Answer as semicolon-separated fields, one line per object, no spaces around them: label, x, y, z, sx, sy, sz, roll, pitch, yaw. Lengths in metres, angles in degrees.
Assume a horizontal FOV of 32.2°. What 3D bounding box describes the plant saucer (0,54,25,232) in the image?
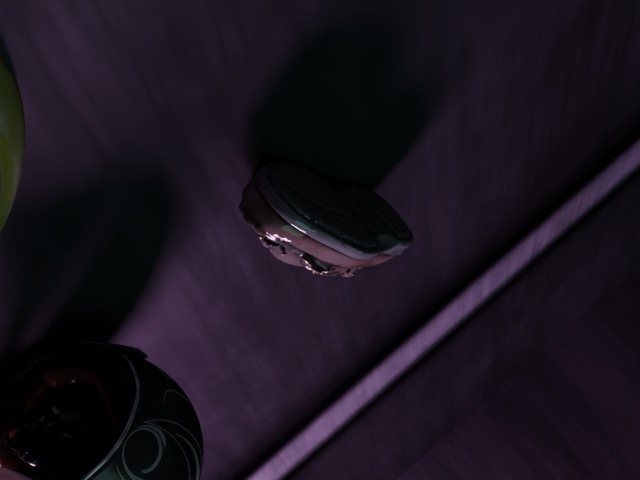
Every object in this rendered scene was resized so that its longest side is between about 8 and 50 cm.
plant saucer;-0.246;-0.007;0.560;0.241;0.037;0.241;-37;155;-20

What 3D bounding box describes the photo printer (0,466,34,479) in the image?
photo printer;-0.293;0.247;0.713;0.308;0.107;0.256;-10;146;-9

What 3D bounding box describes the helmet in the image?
helmet;-0.173;0.174;0.869;0.169;0.169;0.161;-37;141;-13

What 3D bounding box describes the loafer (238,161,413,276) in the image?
loafer;0.000;0.000;0.939;0.084;0.096;0.267;-43;161;16
